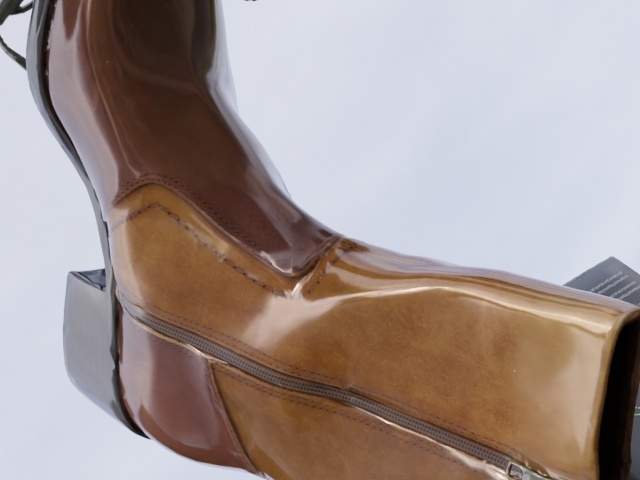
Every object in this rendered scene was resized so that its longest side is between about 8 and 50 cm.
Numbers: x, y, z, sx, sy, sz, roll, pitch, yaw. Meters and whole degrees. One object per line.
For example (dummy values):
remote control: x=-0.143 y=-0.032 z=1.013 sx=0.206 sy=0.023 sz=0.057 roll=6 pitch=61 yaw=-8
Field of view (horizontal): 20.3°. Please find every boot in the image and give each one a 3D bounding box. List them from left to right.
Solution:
boot: x=0.000 y=0.000 z=0.711 sx=0.096 sy=0.280 sz=0.264 roll=-12 pitch=-66 yaw=-45

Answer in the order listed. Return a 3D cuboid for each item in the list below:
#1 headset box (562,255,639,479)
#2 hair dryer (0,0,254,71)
headset box: x=0.163 y=0.195 z=0.786 sx=0.131 sy=0.283 sz=0.246 roll=-27 pitch=-33 yaw=-46
hair dryer: x=-0.150 y=-0.247 z=1.263 sx=0.223 sy=0.080 sz=0.293 roll=-25 pitch=-52 yaw=-9
